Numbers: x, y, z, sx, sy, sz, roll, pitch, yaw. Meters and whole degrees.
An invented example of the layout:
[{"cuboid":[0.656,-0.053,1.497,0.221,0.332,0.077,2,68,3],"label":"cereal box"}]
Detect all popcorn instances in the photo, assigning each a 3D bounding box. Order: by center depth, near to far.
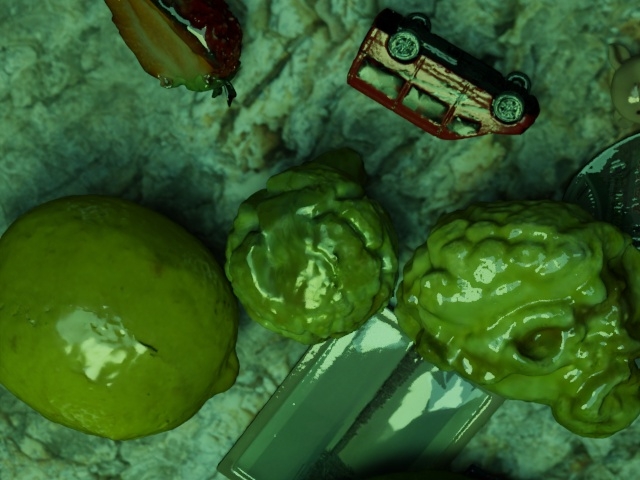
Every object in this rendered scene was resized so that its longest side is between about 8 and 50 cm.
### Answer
[{"cuboid":[0.229,0.062,1.424,0.286,0.173,0.225,28,123,1],"label":"popcorn"},{"cuboid":[0.000,0.000,1.460,0.198,0.212,0.198,5,138,5],"label":"popcorn"}]

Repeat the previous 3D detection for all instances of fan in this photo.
[{"cuboid":[0.320,0.010,1.494,0.294,0.012,0.223,-24,103,15],"label":"fan"}]

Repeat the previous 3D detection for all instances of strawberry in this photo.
[{"cuboid":[-0.148,-0.230,1.451,0.192,0.085,0.140,37,152,10],"label":"strawberry"}]

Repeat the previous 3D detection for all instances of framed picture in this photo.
[{"cuboid":[0.044,0.218,1.594,0.213,0.016,0.289,36,108,-3],"label":"framed picture"}]

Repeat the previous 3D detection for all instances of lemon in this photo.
[{"cuboid":[-0.224,0.082,1.477,0.260,0.260,0.284,-40,93,17],"label":"lemon"}]

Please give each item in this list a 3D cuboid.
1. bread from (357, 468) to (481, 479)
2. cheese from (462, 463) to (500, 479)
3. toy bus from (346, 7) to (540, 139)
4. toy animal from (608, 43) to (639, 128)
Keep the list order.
[{"cuboid":[0.124,0.433,1.570,0.382,0.129,0.366,15,118,4],"label":"bread"},{"cuboid":[0.219,0.308,1.582,0.145,0.038,0.095,34,108,-3],"label":"cheese"},{"cuboid":[0.129,-0.159,1.439,0.195,0.081,0.089,30,118,-1],"label":"toy bus"},{"cuboid":[0.360,-0.148,1.411,0.150,0.089,0.083,11,87,9],"label":"toy animal"}]
